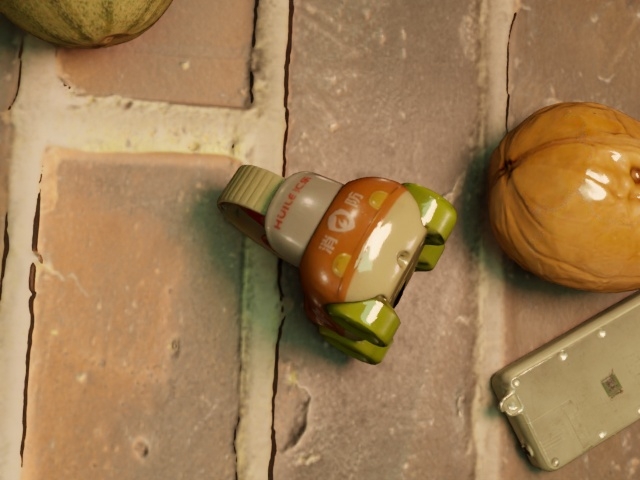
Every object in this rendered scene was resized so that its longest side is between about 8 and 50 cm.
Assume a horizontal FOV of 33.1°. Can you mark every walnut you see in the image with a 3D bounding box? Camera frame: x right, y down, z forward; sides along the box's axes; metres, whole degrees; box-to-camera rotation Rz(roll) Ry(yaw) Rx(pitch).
[{"bbox_3d":[0.283,-0.044,1.114,0.222,0.195,0.195,14,81,-11],"label":"walnut"}]

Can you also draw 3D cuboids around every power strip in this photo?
[{"bbox_3d":[0.311,0.145,1.171,0.270,0.046,0.118,-27,93,-16],"label":"power strip"}]

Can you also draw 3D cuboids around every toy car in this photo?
[{"bbox_3d":[0.000,0.000,1.039,0.235,0.235,0.145,32,77,-8],"label":"toy car"}]

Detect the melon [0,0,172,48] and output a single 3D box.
[{"bbox_3d":[-0.237,-0.340,0.995,0.249,0.248,0.329,-16,93,-14],"label":"melon"}]
